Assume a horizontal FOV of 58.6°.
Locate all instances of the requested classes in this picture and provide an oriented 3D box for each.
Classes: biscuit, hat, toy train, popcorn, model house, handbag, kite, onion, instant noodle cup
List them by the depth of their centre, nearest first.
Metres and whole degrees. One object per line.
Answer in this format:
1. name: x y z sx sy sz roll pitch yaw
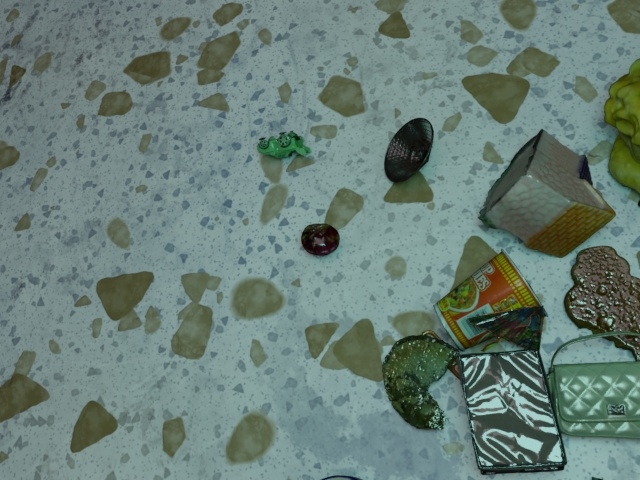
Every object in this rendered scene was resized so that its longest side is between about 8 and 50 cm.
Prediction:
1. handbag: 0.621 0.307 1.223 0.255 0.079 0.220 -6 84 17
2. kite: 0.436 0.204 1.274 0.183 0.241 0.014 -44 32 28
3. popcorn: 0.816 -0.250 1.296 0.348 0.349 0.382 13 112 21
4. biscuit: 0.681 0.164 1.306 0.183 0.047 0.320 -35 64 6
5. instant noodle cup: 0.390 0.154 1.339 0.212 0.193 0.193 -34 63 12
6. model house: 0.554 -0.098 1.385 0.237 0.202 0.237 34 44 3
7. onion: 0.000 0.000 1.562 0.107 0.097 0.107 -1 42 1
8. hat: 0.268 -0.237 1.580 0.193 0.082 0.193 -34 45 43
9. toy train: -0.113 -0.282 1.710 0.149 0.099 0.081 -12 100 19

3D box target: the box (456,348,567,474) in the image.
1. box: 0.409 0.368 1.235 0.188 0.153 0.253 -9 66 13

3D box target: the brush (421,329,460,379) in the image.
1. brush: 0.353 0.330 1.362 0.090 0.017 0.314 -42 63 -5

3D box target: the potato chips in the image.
1. potato chips: 0.239 0.337 1.365 0.201 0.029 0.220 -8 70 31

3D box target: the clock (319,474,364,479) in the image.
1. clock: 0.052 0.656 1.293 0.230 0.083 0.231 -5 70 15

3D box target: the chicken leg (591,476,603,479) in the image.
1. chicken leg: 0.528 0.608 1.180 0.253 0.051 0.106 -45 58 -6
